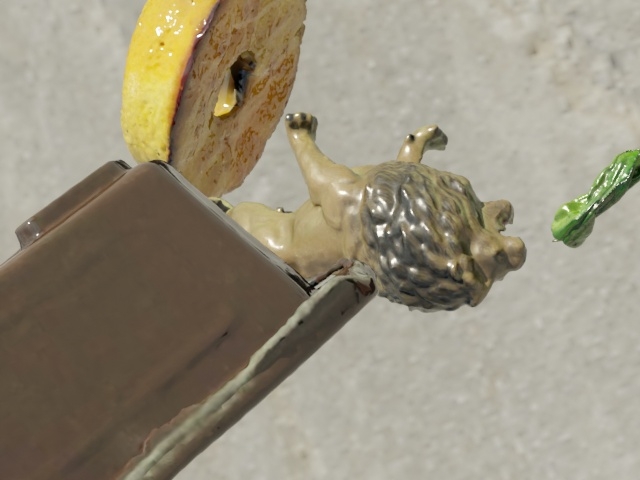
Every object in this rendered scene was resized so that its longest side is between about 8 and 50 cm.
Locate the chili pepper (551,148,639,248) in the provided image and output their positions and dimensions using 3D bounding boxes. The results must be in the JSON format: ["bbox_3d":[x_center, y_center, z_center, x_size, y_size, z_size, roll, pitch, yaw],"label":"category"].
[{"bbox_3d":[0.189,-0.030,1.304,0.091,0.034,0.030,-47,60,13],"label":"chili pepper"}]

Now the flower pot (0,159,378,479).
[{"bbox_3d":[-0.106,0.063,0.554,0.084,0.251,0.179,50,139,-2],"label":"flower pot"}]

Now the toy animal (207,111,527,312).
[{"bbox_3d":[0.002,-0.017,0.847,0.220,0.069,0.086,4,77,55],"label":"toy animal"}]

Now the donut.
[{"bbox_3d":[-0.067,-0.100,1.150,0.058,0.152,0.152,21,127,24],"label":"donut"}]
